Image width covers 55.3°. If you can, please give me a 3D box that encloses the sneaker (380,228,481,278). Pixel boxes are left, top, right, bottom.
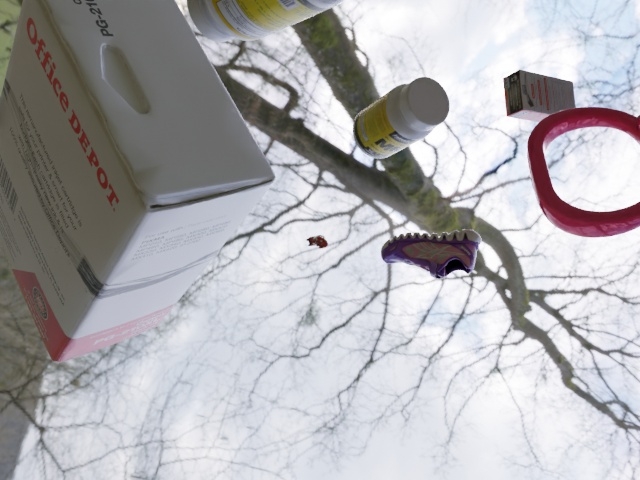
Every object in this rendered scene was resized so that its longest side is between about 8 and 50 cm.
[{"bbox_3d":[0.258,0.040,1.432,0.237,0.095,0.104,-5,-115,16],"label":"sneaker"}]

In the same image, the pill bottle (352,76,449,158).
[{"bbox_3d":[0.163,-0.250,1.254,0.208,0.119,0.119,-20,-130,64],"label":"pill bottle"}]

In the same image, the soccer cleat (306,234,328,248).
[{"bbox_3d":[0.000,0.000,1.338,0.036,0.029,0.083,-24,-168,-25],"label":"soccer cleat"}]

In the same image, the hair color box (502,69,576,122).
[{"bbox_3d":[0.486,-0.313,1.349,0.053,0.167,0.093,-18,-108,60],"label":"hair color box"}]

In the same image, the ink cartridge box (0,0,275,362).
[{"bbox_3d":[-0.157,-0.041,0.447,0.237,0.100,0.172,-43,-109,45],"label":"ink cartridge box"}]

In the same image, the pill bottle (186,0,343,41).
[{"bbox_3d":[-0.113,-0.516,1.228,0.334,0.188,0.187,-5,-118,42],"label":"pill bottle"}]

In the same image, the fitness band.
[{"bbox_3d":[0.449,-0.123,0.988,0.209,0.054,0.290,-9,-135,16],"label":"fitness band"}]
